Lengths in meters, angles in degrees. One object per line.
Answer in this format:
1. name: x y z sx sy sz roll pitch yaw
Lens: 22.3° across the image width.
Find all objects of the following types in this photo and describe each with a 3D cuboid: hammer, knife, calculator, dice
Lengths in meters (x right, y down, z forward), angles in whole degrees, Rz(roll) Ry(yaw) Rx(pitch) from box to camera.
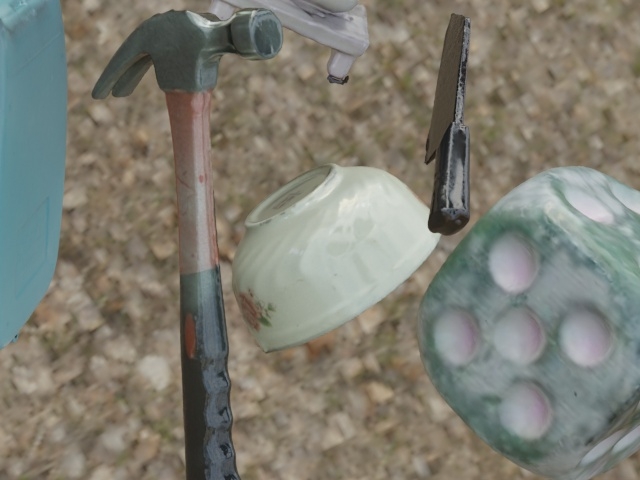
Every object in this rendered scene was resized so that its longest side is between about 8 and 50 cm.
1. hammer: -0.064 0.020 0.871 0.033 0.111 0.287 -18 107 -55
2. knife: 0.098 -0.096 1.264 0.028 0.060 0.230 20 53 -18
3. calculator: -0.303 -0.073 1.593 0.256 0.054 0.386 -69 165 -66
4. dice: 0.366 0.120 2.263 0.348 0.330 0.328 46 28 24

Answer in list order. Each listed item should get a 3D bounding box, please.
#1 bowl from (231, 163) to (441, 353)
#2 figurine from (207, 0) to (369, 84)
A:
1. bowl: 0.000 0.000 1.997 0.145 0.277 0.277 58 38 -14
2. figurine: 0.027 -0.250 1.214 0.182 0.256 0.144 36 38 -4
